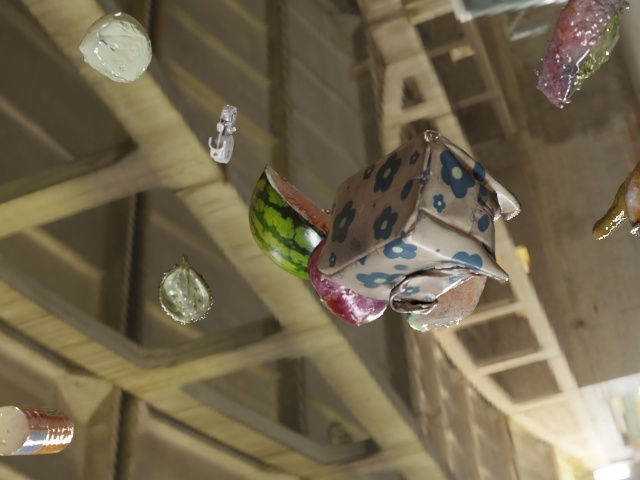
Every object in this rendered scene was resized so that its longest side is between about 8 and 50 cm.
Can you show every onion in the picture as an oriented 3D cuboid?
[{"bbox_3d":[0.057,0.068,1.960,0.177,0.153,0.177,166,90,-76],"label":"onion"}]

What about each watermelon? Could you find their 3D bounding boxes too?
[{"bbox_3d":[0.228,0.075,2.124,0.146,0.128,0.231,17,-85,-44],"label":"watermelon"},{"bbox_3d":[-0.043,-0.034,2.185,0.303,0.159,0.128,39,159,12],"label":"watermelon"}]

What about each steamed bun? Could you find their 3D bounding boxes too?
[{"bbox_3d":[-0.359,-0.343,1.882,0.091,0.112,0.130,31,180,40],"label":"steamed bun"}]

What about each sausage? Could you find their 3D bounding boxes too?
[{"bbox_3d":[-0.548,0.367,2.072,0.312,0.093,0.093,57,-162,-78],"label":"sausage"}]

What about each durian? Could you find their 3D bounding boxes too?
[{"bbox_3d":[-0.365,0.128,2.869,0.091,0.148,0.189,-160,70,-74],"label":"durian"}]

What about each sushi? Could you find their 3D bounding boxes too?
[{"bbox_3d":[0.473,-0.365,1.958,0.107,0.241,0.161,36,-168,18],"label":"sushi"}]

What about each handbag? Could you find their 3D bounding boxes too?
[{"bbox_3d":[0.141,-0.011,1.478,0.193,0.251,0.190,25,-118,-24],"label":"handbag"}]

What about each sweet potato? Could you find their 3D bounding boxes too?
[{"bbox_3d":[0.580,-0.064,2.067,0.054,0.053,0.182,-55,-9,-47],"label":"sweet potato"}]

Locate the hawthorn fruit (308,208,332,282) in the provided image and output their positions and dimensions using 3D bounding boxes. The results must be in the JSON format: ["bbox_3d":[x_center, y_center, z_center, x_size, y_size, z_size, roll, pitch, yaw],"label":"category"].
[{"bbox_3d":[0.000,0.000,2.702,0.189,0.189,0.251,45,-161,-59],"label":"hawthorn fruit"}]

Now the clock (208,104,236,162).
[{"bbox_3d":[-0.215,-0.237,2.398,0.087,0.041,0.129,-28,-50,-74],"label":"clock"}]

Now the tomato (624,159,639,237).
[{"bbox_3d":[0.578,-0.089,1.685,0.214,0.180,0.155,10,125,59],"label":"tomato"}]
